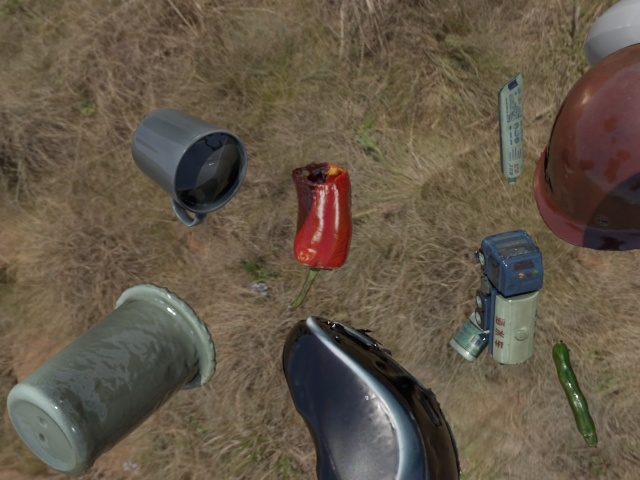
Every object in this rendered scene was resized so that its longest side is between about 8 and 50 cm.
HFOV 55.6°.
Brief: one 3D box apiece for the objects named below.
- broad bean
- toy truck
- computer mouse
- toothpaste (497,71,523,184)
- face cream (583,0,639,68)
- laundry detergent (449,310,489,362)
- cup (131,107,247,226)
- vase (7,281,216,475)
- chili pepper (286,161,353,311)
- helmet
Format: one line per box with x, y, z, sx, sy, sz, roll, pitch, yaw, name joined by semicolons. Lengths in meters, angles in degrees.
0.656;0.378;1.573;0.049;0.144;0.291;-24;50;26;broad bean
0.261;0.088;0.844;0.074;0.088;0.201;-10;124;-3;toy truck
0.052;0.157;0.511;0.096;0.137;0.233;-33;62;13;computer mouse
0.412;-0.229;1.315;0.069;0.268;0.047;-18;41;-2;toothpaste
0.735;-0.402;1.230;0.313;0.357;0.219;15;94;-15;face cream
0.447;0.217;1.640;0.070;0.099;0.225;33;97;-21;laundry detergent
-0.121;-0.064;0.546;0.077;0.078;0.100;31;121;34;cup
-0.358;0.242;1.051;0.245;0.291;0.244;14;121;24;vase
0.005;0.000;1.365;0.135;0.131;0.338;12;117;22;chili pepper
0.525;-0.187;0.999;0.385;0.230;0.337;-33;51;5;helmet
